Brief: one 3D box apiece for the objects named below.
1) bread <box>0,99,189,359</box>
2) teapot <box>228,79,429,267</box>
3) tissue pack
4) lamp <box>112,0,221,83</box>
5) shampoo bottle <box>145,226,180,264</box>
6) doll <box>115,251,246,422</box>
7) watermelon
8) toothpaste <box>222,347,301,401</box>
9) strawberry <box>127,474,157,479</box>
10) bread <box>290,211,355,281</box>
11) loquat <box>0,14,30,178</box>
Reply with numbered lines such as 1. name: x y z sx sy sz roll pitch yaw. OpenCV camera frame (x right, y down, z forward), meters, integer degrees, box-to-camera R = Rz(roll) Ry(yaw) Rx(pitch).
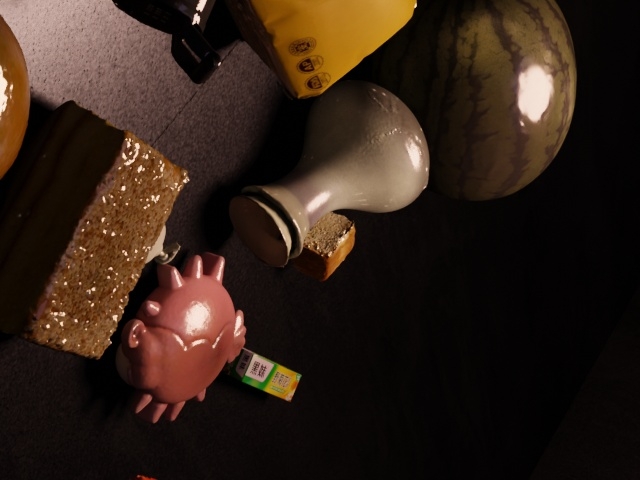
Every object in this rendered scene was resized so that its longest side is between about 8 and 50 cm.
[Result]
1. bread: -0.249 -0.008 1.743 0.234 0.110 0.184 -64 159 -2
2. teapot: 0.008 -0.080 2.147 0.251 0.183 0.183 -38 144 -27
3. tissue pack: -0.014 -0.303 1.872 0.192 0.134 0.271 -38 151 -5
4. lamp: -0.137 -0.292 1.662 0.227 0.172 0.147 -66 -169 -12
5. shampoo bottle: -0.203 -0.004 1.909 0.077 0.045 0.152 -62 156 -11
6. doll: -0.161 0.117 2.044 0.262 0.093 0.211 -5 112 -63
7. watermelon: 0.202 -0.203 2.281 0.279 0.279 0.359 -48 151 -35
8. toothpaste: -0.078 0.182 2.334 0.043 0.037 0.178 -64 156 -4
9. strawberry: -0.249 0.369 2.117 0.121 0.082 0.188 5 117 -44
10. bread: -0.002 0.000 2.294 0.083 0.076 0.070 -52 163 -31
11. loquat: -0.327 -0.127 1.403 0.179 0.179 0.227 -48 153 -35
